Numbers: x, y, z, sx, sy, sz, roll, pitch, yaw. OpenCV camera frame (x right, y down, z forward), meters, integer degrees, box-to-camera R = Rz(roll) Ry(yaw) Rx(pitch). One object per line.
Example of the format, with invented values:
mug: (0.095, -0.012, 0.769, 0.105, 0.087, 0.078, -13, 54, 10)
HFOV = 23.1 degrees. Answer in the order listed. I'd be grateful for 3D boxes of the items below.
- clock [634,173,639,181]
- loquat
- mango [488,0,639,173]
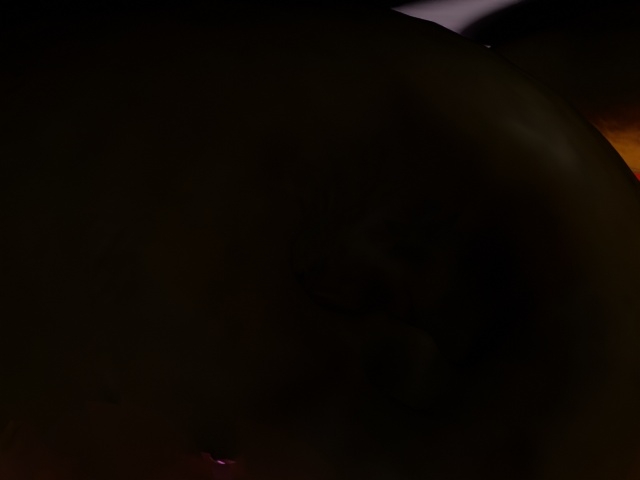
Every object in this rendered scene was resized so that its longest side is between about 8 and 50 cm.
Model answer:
clock: (0.212, -0.044, 1.325, 0.113, 0.061, 0.155, -2, 180, -36)
loquat: (-0.020, 0.063, 0.448, 0.275, 0.274, 0.275, -5, 179, 0)
mango: (0.118, -0.050, 0.517, 0.101, 0.066, 0.187, -3, -173, -41)
